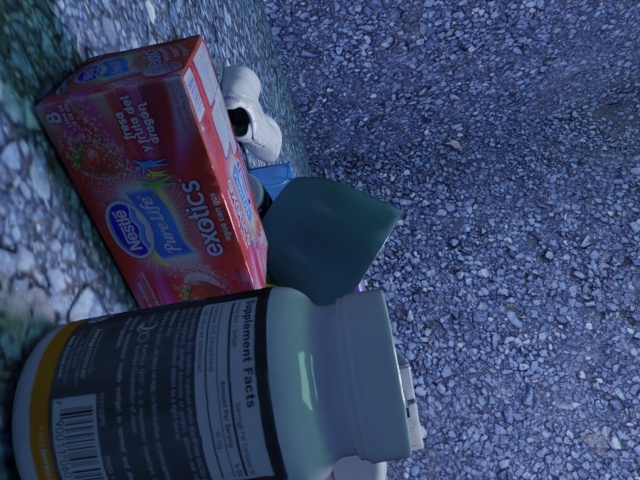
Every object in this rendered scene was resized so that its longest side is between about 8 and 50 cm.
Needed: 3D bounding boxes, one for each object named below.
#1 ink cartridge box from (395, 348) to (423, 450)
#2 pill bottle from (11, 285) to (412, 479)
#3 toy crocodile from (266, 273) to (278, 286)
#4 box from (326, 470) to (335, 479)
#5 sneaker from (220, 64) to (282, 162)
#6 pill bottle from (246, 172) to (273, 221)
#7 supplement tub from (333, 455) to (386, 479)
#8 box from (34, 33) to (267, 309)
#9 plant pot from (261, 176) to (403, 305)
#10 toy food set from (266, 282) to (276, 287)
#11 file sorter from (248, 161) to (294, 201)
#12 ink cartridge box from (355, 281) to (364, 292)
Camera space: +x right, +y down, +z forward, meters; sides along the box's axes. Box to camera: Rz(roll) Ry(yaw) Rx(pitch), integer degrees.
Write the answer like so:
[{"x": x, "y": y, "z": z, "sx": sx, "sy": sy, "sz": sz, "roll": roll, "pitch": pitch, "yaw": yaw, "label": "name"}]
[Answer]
[{"x": 0.181, "y": 0.392, "z": 1.300, "sx": 0.153, "sy": 0.087, "sz": 0.208, "roll": -139, "pitch": -141, "yaw": -85, "label": "ink cartridge box"}, {"x": -0.076, "y": 0.126, "z": 0.428, "sx": 0.162, "sy": 0.279, "sz": 0.162, "roll": -10, "pitch": 90, "yaw": -86, "label": "pill bottle"}, {"x": -0.068, "y": 0.063, "z": 1.321, "sx": 0.115, "sy": 0.105, "sz": 0.340, "roll": -56, "pitch": -174, "yaw": 34, "label": "toy crocodile"}, {"x": -0.079, "y": 0.307, "z": 0.454, "sx": 0.168, "sy": 0.203, "sz": 0.166, "roll": -84, "pitch": 163, "yaw": -77, "label": "box"}, {"x": -0.182, "y": -0.274, "z": 1.291, "sx": 0.305, "sy": 0.114, "sz": 0.152, "roll": 65, "pitch": 29, "yaw": -57, "label": "sneaker"}, {"x": -0.152, "y": -0.077, "z": 1.124, "sx": 0.169, "sy": 0.094, "sz": 0.094, "roll": 61, "pitch": 19, "yaw": -77, "label": "pill bottle"}, {"x": 0.025, "y": 0.462, "z": 1.173, "sx": 0.331, "sy": 0.241, "sz": 0.240, "roll": 54, "pitch": 26, "yaw": -80, "label": "supplement tub"}, {"x": -0.164, "y": -0.057, "z": 0.605, "sx": 0.154, "sy": 0.142, "sz": 0.299, "roll": -94, "pitch": 173, "yaw": -54, "label": "box"}, {"x": 0.000, "y": 0.000, "z": 1.126, "sx": 0.293, "sy": 0.235, "sz": 0.293, "roll": -57, "pitch": 175, "yaw": -8, "label": "plant pot"}, {"x": -0.090, "y": 0.190, "z": 0.991, "sx": 0.128, "sy": 0.071, "sz": 0.217, "roll": -27, "pitch": 119, "yaw": -67, "label": "toy food set"}, {"x": -0.123, "y": -0.106, "z": 1.426, "sx": 0.104, "sy": 0.118, "sz": 0.170, "roll": -88, "pitch": 167, "yaw": -53, "label": "file sorter"}, {"x": 0.101, "y": 0.208, "z": 1.455, "sx": 0.330, "sy": 0.072, "sz": 0.323, "roll": -70, "pitch": 149, "yaw": -82, "label": "ink cartridge box"}]
